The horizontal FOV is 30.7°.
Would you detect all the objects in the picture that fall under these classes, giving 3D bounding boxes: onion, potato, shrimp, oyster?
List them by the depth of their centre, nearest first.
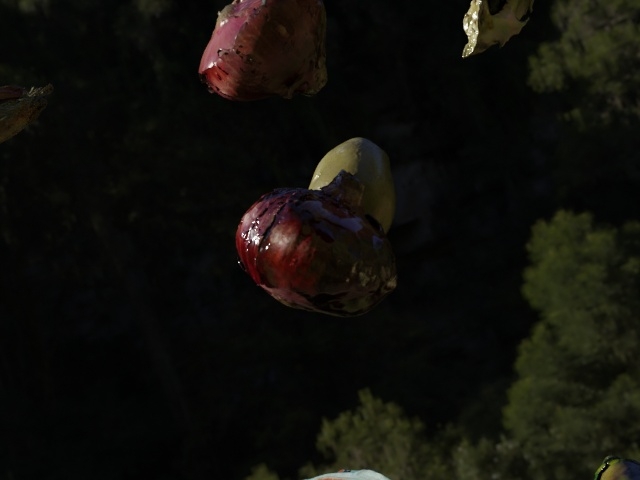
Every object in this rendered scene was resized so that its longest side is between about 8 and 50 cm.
[{"bbox_3d":[-0.057,-0.225,1.367,0.184,0.147,0.184,-42,11,10],"label":"onion"},{"bbox_3d":[0.263,-0.377,1.700,0.133,0.209,0.072,-18,29,-32],"label":"oyster"},{"bbox_3d":[-0.479,-0.191,1.720,0.190,0.101,0.042,-27,16,-23],"label":"shrimp"},{"bbox_3d":[0.000,0.000,1.734,0.252,0.252,0.219,-3,-59,-65],"label":"onion"},{"bbox_3d":[0.059,-0.083,1.967,0.157,0.157,0.194,-32,30,53],"label":"potato"}]

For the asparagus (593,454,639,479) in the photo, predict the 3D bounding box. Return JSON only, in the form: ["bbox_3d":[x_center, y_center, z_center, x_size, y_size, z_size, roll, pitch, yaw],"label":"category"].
[{"bbox_3d":[0.523,0.463,1.922,0.382,0.128,0.108,-47,-19,-75],"label":"asparagus"}]

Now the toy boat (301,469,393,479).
[{"bbox_3d":[0.058,0.409,1.760,0.133,0.145,0.332,-30,3,-28],"label":"toy boat"}]
